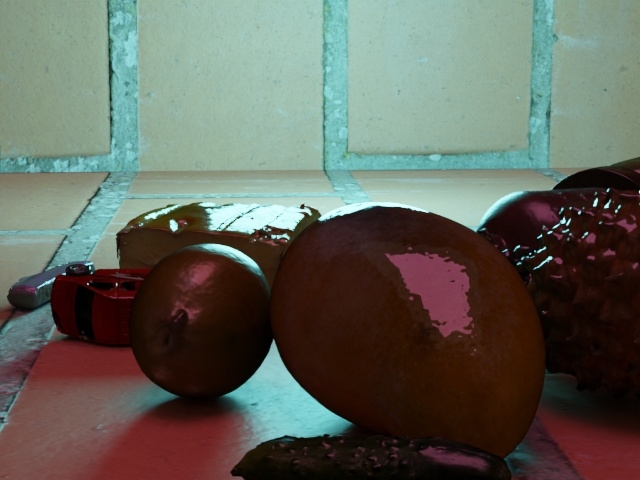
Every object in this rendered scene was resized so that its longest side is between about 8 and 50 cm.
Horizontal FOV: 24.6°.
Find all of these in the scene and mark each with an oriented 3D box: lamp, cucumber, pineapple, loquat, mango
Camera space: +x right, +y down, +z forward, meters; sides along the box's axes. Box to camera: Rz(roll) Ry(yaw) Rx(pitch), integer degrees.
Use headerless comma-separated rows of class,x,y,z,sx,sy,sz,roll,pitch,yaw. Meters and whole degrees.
lamp,0.294,0.027,1.749,0.258,0.180,0.180,-3,9,-27
cucumber,0.033,0.177,1.103,0.227,0.069,0.069,0,8,26
pineapple,0.257,0.064,1.447,0.223,0.223,0.357,-9,-3,-44
loquat,-0.116,0.080,1.431,0.152,0.152,0.195,3,9,20
mango,0.076,0.079,1.324,0.221,0.199,0.384,-11,26,-13

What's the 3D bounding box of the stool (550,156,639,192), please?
stool,0.424,-0.021,1.992,0.179,0.179,0.264,5,10,31

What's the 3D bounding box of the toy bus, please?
toy bus,-0.214,0.078,1.691,0.195,0.081,0.089,0,18,-5

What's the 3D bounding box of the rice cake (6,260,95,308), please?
rice cake,-0.357,0.058,1.951,0.047,0.036,0.207,-8,6,17

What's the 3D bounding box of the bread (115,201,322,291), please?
bread,-0.132,0.012,1.997,0.239,0.111,0.246,1,9,13
